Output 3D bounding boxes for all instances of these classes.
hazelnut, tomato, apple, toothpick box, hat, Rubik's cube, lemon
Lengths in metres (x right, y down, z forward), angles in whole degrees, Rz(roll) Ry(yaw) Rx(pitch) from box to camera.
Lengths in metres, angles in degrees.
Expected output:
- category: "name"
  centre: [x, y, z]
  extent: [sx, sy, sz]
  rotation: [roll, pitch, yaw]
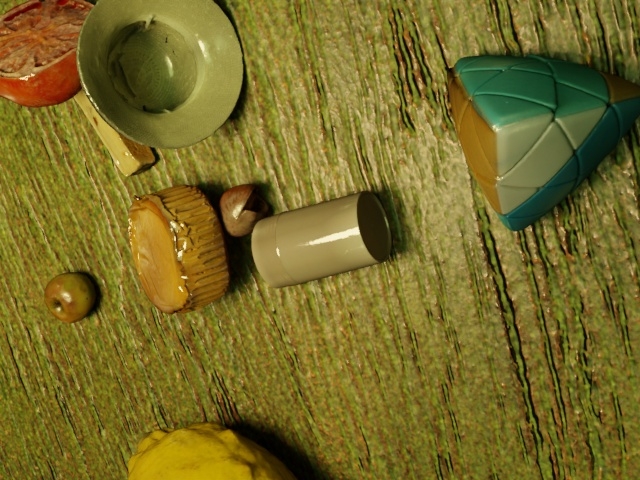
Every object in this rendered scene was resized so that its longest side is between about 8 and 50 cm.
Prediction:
- category: "hazelnut"
  centre: [-0.120, -0.046, 1.435]
  extent: [0.086, 0.086, 0.087]
  rotation: [6, 103, 26]
- category: "tomato"
  centre: [-0.430, -0.293, 1.484]
  extent: [0.236, 0.237, 0.095]
  rotation: [9, 142, 25]
- category: "apple"
  centre: [-0.435, 0.099, 1.629]
  extent: [0.089, 0.074, 0.090]
  rotation: [7, 106, 26]
- category: "toothpick box"
  centre: [0.000, 0.000, 1.364]
  extent: [0.180, 0.111, 0.111]
  rotation: [-15, 94, 28]
- category: "hat"
  centre: [-0.258, -0.258, 1.414]
  extent: [0.130, 0.257, 0.257]
  rotation: [-3, 101, 59]
- category: "Rubik's cube"
  centre: [0.275, -0.150, 1.133]
  extent: [0.254, 0.254, 0.255]
  rotation: [6, 103, 26]
- category: "lemon"
  centre: [-0.158, 0.429, 1.451]
  extent: [0.286, 0.285, 0.316]
  rotation: [-67, 27, 22]

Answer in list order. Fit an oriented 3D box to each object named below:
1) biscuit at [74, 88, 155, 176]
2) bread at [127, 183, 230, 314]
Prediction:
- category: "biscuit"
  centre: [-0.342, -0.190, 1.534]
  extent: [0.056, 0.052, 0.188]
  rotation: [-40, 80, 41]
- category: "bread"
  centre: [-0.216, 0.012, 1.460]
  extent: [0.199, 0.104, 0.199]
  rotation: [29, 128, 45]
